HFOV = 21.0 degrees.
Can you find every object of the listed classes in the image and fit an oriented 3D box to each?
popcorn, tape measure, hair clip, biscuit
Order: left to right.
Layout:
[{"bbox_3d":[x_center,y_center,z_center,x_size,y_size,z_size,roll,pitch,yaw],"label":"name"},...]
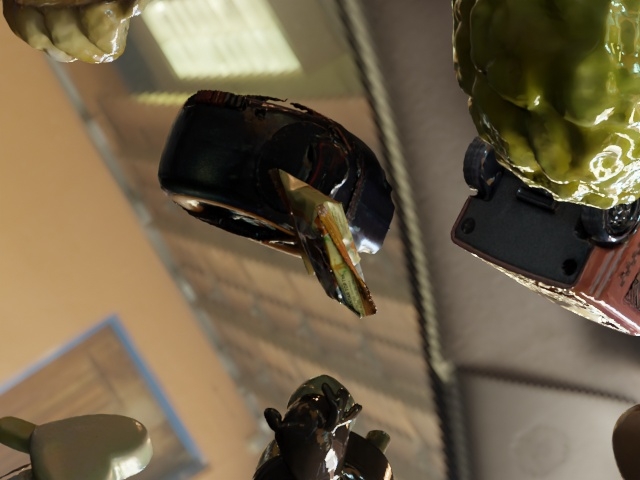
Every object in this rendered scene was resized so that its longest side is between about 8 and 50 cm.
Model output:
[{"bbox_3d":[-0.268,0.225,1.657,0.159,0.218,0.071,-122,-170,-49],"label":"hair clip"},{"bbox_3d":[-0.159,-0.165,1.190,0.183,0.118,0.061,-95,172,-64],"label":"biscuit"},{"bbox_3d":[-0.044,-0.064,1.625,0.223,0.135,0.202,16,-7,24],"label":"tape measure"},{"bbox_3d":[0.172,-0.155,1.019,0.237,0.206,0.251,75,1,-67],"label":"popcorn"}]

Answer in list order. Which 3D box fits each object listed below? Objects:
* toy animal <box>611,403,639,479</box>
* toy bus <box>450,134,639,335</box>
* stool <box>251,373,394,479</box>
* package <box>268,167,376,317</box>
[{"bbox_3d":[0.407,0.232,1.697,0.229,0.221,0.210,53,21,-76],"label":"toy animal"},{"bbox_3d":[0.340,-0.126,1.847,0.203,0.427,0.233,25,-6,44],"label":"toy bus"},{"bbox_3d":[0.001,0.192,1.490,0.121,0.125,0.217,-74,163,-54],"label":"stool"},{"bbox_3d":[0.001,0.001,1.421,0.121,0.031,0.108,37,-30,62],"label":"package"}]
